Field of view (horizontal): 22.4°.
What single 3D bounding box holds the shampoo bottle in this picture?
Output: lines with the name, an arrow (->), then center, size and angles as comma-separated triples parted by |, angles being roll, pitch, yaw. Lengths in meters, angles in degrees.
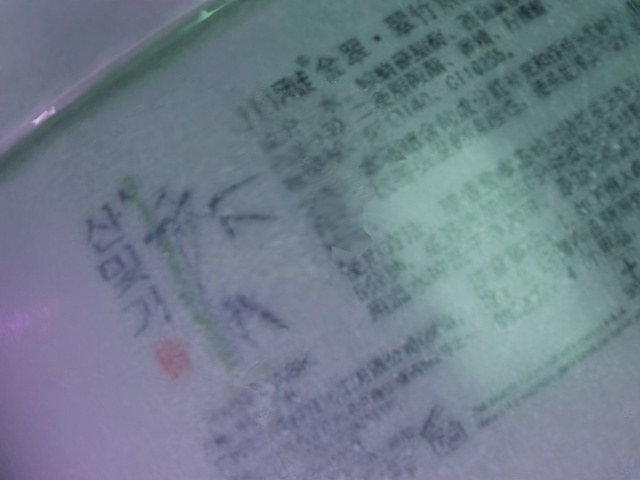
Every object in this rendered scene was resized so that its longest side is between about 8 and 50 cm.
shampoo bottle -> 0.000, 0.000, 0.549 | 0.273, 0.273, 0.266 | -31, 87, -34
